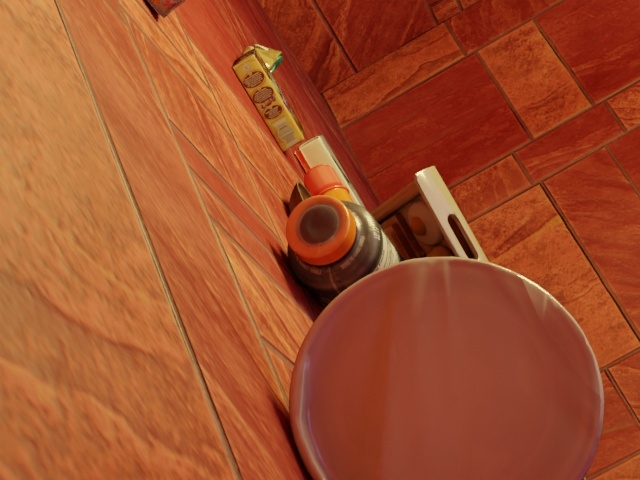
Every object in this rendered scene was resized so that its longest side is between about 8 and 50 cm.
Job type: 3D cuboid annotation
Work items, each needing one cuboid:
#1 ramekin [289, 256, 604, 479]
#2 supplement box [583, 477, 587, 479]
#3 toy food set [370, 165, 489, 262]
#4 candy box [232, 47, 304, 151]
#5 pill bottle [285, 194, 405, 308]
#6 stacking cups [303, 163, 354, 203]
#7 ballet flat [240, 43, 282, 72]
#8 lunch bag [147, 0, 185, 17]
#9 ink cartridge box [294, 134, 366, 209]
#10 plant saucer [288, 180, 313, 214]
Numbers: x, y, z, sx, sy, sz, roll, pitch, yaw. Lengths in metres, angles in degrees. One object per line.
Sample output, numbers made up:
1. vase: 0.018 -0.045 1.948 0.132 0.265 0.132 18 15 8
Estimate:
1. ramekin: 0.113 0.159 1.043 0.127 0.273 0.272 74 -9 -61
2. supplement box: 0.358 0.432 1.965 0.194 0.191 0.129 62 7 11
3. toy food set: 0.137 0.039 1.695 0.219 0.092 0.306 60 -27 3
4. candy box: -0.097 -0.268 2.171 0.186 0.053 0.109 57 8 -15
5. pill bottle: 0.036 0.028 1.537 0.130 0.130 0.245 64 7 31
6. stacking cups: 0.054 -0.008 2.052 0.316 0.096 0.096 60 6 30
7. ballet flat: -0.123 -0.369 2.330 0.073 0.080 0.232 44 7 -7
8. lunch bag: -0.225 -0.357 1.578 0.083 0.053 0.071 48 9 -20
9. ink cartridge box: 0.042 -0.093 2.445 0.275 0.060 0.239 60 5 -4
10. plant saucer: 0.000 0.000 1.806 0.198 0.036 0.198 60 7 -11
